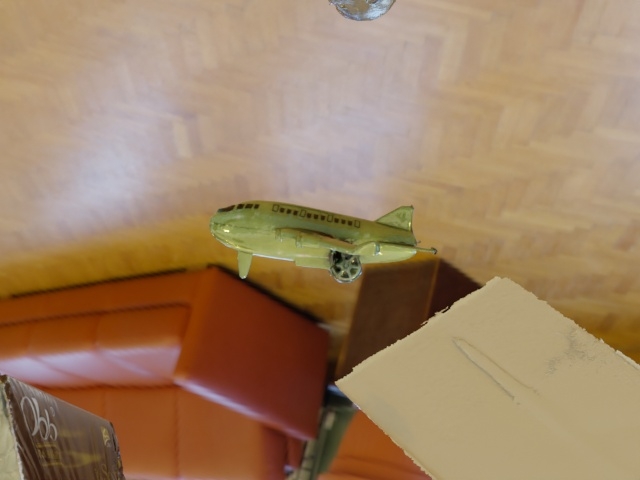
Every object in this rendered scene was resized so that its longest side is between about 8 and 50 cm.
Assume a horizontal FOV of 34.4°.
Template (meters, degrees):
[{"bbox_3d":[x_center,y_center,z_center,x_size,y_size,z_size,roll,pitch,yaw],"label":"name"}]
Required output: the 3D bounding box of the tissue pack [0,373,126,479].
[{"bbox_3d":[-0.379,0.309,1.261,0.210,0.198,0.370,-24,159,0],"label":"tissue pack"}]

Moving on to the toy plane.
[{"bbox_3d":[0.000,0.000,0.517,0.111,0.040,0.102,0,-178,-2],"label":"toy plane"}]

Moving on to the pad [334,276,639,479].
[{"bbox_3d":[0.136,0.111,0.607,0.232,0.156,0.004,38,147,37],"label":"pad"}]

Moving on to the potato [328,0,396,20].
[{"bbox_3d":[0.019,-0.155,0.586,0.051,0.040,0.083,9,156,13],"label":"potato"}]
